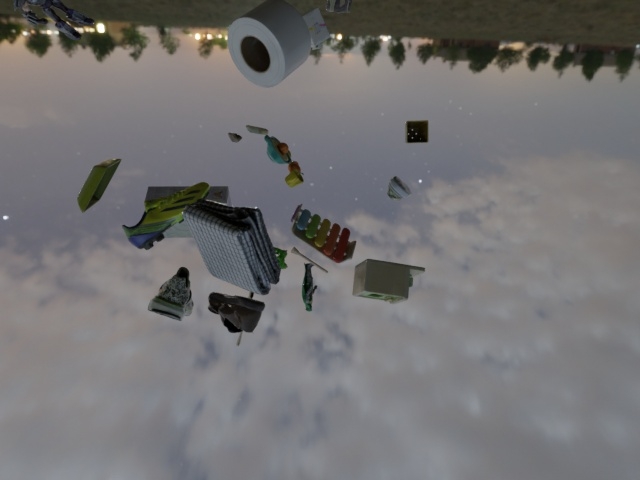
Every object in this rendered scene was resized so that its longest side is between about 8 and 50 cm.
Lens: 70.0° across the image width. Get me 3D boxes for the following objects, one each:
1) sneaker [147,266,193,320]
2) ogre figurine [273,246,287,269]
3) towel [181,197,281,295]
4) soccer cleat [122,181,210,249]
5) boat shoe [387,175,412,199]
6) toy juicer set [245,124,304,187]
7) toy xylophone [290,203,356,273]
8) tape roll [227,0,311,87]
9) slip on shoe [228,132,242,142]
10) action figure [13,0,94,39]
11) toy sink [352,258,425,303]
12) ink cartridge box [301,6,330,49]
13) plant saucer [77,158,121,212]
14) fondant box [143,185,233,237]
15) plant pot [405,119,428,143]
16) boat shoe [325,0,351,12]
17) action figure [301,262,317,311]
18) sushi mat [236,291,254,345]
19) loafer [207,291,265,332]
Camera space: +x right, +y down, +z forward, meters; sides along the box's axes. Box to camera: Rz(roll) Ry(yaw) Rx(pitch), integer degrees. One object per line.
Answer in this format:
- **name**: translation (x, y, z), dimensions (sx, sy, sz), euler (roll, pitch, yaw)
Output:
- **sneaker**: translation (-0.548, 0.195, 1.793), dimensions (0.158, 0.182, 0.410), euler (25, 175, -12)
- **ogre figurine**: translation (-0.226, 0.112, 2.227), dimensions (0.118, 0.097, 0.197), euler (-8, -149, 37)
- **towel**: translation (-0.252, 0.011, 1.325), dimensions (0.235, 0.284, 0.121), euler (18, -129, 31)
- **soccer cleat**: translation (-0.461, -0.095, 1.372), dimensions (0.289, 0.121, 0.093), euler (-43, -169, -13)
- **boat shoe**: translation (0.366, -0.228, 2.168), dimensions (0.094, 0.109, 0.302), euler (-35, 167, 17)
- **toy juicer set**: translation (-0.173, -0.395, 1.965), dimensions (0.089, 0.329, 0.209), euler (-32, -161, 19)
- **toy xylophone**: translation (0.000, 0.000, 1.945), dimensions (0.322, 0.081, 0.236), euler (28, -133, -19)
- **tape roll**: translation (-0.177, -0.681, 1.587), dimensions (0.246, 0.246, 0.169), euler (17, -128, 29)
- **slip on shoe**: translation (-0.476, -0.577, 2.543), dimensions (0.041, 0.051, 0.135), euler (-32, -150, -15)
- **action figure**: translation (-0.955, -0.833, 1.615), dimensions (0.099, 0.185, 0.285), euler (31, -177, 17)
- **toy sink**: translation (0.255, 0.161, 1.712), dimensions (0.234, 0.131, 0.153), euler (9, 165, -11)
- **ink cartridge box**: translation (-0.034, -0.876, 1.908), dimensions (0.090, 0.143, 0.092), euler (-38, -149, -15)
- **plant saucer**: translation (-0.786, -0.206, 1.609), dimensions (0.045, 0.188, 0.188), euler (30, -168, -17)
- **fondant box**: translation (-0.538, -0.116, 1.922), dimensions (0.330, 0.238, 0.096), euler (-1, -125, -3)
- **plant pot**: translation (0.354, -0.403, 1.709), dimensions (0.081, 0.081, 0.083), euler (-2, -172, -1)
- **boat shoe**: translation (0.120, -1.083, 1.860), dimensions (0.130, 0.132, 0.355), euler (11, 161, -9)
- **action figure**: translation (-0.055, 0.228, 2.213), dimensions (0.063, 0.232, 0.137), euler (-1, 172, 15)
- **sushi mat**: translation (-0.317, 0.300, 1.965), dimensions (0.019, 0.316, 0.151), euler (13, -144, -10)
- **loafer**: translation (-0.330, 0.266, 1.660), dimensions (0.134, 0.130, 0.366), euler (20, 166, -27)
